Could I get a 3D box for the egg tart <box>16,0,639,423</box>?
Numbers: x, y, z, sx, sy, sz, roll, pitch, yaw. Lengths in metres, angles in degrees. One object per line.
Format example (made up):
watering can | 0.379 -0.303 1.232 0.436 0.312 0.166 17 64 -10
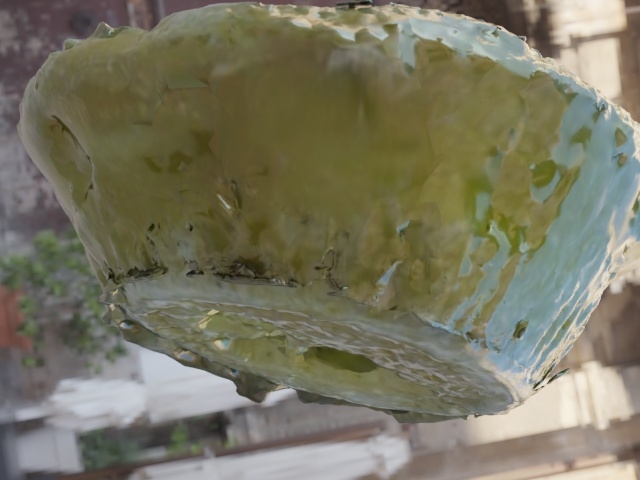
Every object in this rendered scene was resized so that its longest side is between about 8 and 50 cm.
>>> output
egg tart | 0.000 0.000 0.394 0.197 0.197 0.078 109 -9 -70
